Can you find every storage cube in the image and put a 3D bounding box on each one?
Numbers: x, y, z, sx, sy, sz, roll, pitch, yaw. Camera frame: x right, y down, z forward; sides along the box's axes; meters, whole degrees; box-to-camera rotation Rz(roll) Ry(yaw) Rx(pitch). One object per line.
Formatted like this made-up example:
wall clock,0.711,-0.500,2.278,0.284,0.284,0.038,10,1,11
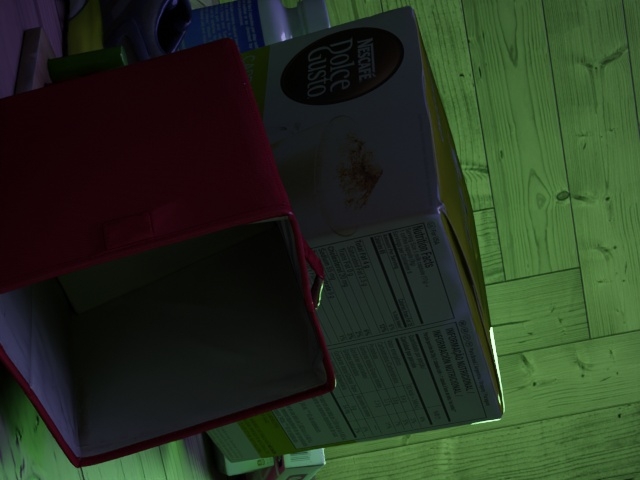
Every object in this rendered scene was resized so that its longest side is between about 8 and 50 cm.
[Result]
storage cube,-0.115,0.005,0.616,0.184,0.215,0.193,77,-4,-46

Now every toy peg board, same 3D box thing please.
toy peg board,-0.190,-0.077,0.763,0.161,0.079,0.161,77,2,-47

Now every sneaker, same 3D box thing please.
sneaker,-0.199,-0.258,0.942,0.111,0.121,0.300,77,2,-71

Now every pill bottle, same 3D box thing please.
pill bottle,-0.117,-0.264,1.281,0.152,0.272,0.152,-11,90,-89

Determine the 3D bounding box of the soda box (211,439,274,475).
soda box,-0.122,0.209,1.241,0.074,0.069,0.216,156,-76,-70

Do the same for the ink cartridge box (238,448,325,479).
ink cartridge box,-0.080,0.307,1.370,0.371,0.069,0.176,116,-32,-58

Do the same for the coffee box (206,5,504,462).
coffee box,0.000,0.000,1.010,0.338,0.334,0.338,-90,162,-45
